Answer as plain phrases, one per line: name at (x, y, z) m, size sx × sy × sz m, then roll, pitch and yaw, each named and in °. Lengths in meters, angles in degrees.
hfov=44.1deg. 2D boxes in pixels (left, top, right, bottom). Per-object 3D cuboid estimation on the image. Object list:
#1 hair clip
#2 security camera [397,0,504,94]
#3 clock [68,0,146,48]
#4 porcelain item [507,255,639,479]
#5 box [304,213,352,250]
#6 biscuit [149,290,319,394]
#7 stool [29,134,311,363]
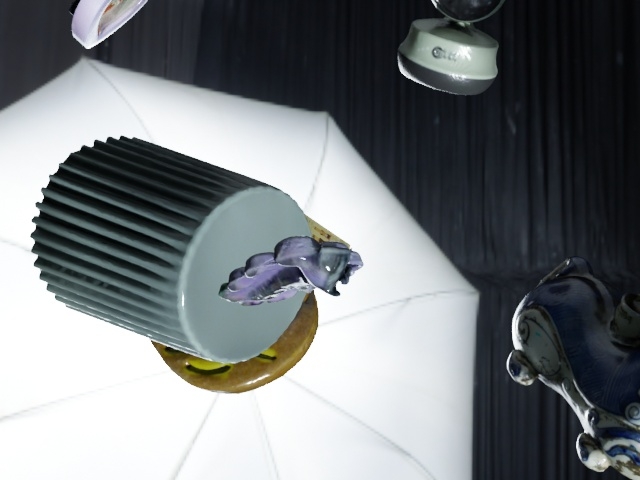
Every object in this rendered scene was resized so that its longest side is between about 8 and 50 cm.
hair clip at (-0.022, 0.041, 0.736) m, size 0.124 × 0.052 × 0.195 m, roll 3°, pitch 164°, yaw -26°
security camera at (0.268, -0.434, 1.488) m, size 0.197 × 0.277 × 0.191 m, roll 19°, pitch -153°, yaw 10°
clock at (-0.345, -0.391, 1.272) m, size 0.172 × 0.064 × 0.198 m, roll -43°, pitch -173°, yaw 17°
porcelain item at (0.327, 0.127, 0.866) m, size 0.138 × 0.186 × 0.288 m, roll 9°, pitch -151°, yaw -24°
box at (0.000, 0.000, 1.651) m, size 0.149 × 0.073 × 0.020 m, roll 34°, pitch 127°, yaw -13°
biscuit at (-0.162, 0.084, 1.426) m, size 0.350 × 0.394 × 0.070 m, roll -34°, pitch 146°, yaw -20°
stool at (-0.208, 0.012, 1.162) m, size 0.330 × 0.297 × 0.297 m, roll 16°, pitch -175°, yaw 39°
